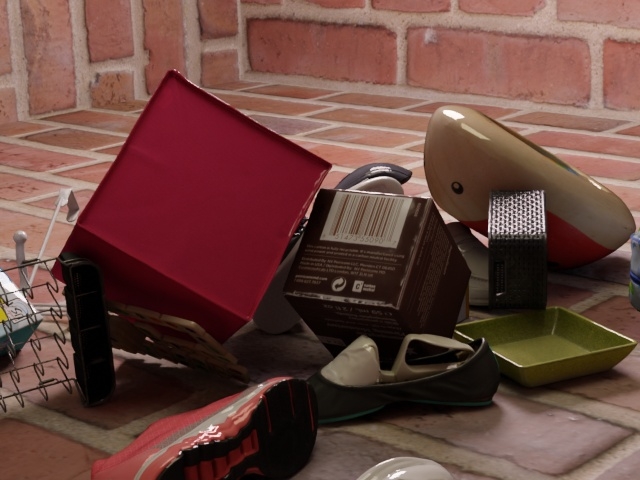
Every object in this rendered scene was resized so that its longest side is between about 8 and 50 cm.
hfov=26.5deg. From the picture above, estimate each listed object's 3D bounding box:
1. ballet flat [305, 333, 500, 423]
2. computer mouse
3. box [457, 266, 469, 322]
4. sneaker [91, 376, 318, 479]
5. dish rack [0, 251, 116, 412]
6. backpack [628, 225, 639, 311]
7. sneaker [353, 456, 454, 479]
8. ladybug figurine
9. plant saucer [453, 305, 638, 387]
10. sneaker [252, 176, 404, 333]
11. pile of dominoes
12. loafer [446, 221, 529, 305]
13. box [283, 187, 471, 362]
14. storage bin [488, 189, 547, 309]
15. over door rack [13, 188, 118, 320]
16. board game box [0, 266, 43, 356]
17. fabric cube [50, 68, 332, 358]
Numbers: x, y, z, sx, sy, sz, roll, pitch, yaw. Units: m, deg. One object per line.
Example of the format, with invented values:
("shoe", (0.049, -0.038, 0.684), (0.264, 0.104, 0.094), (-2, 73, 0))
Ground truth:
("ballet flat", (0.087, 0.164, 1.704), (0.281, 0.096, 0.095), (-6, 16, -12))
("computer mouse", (0.041, -0.083, 2.499), (0.262, 0.060, 0.184), (-24, 7, 9))
("box", (0.175, 0.091, 1.992), (0.028, 0.081, 0.136), (9, 18, 35))
("sneaker", (-0.125, 0.217, 1.502), (0.136, 0.115, 0.314), (8, 18, 36))
("dish rack", (-0.402, 0.131, 1.691), (0.272, 0.208, 0.074), (-14, 27, -23))
("backpack", (0.604, 0.027, 1.929), (0.356, 0.273, 0.290), (-19, 26, -15))
("sneaker", (0.048, 0.302, 1.230), (0.152, 0.114, 0.305), (25, 32, 32))
("ladybug figurine", (0.332, -0.071, 2.212), (0.449, 0.162, 0.305), (24, 13, -36))
("plant saucer", (0.298, 0.147, 1.837), (0.188, 0.045, 0.188), (-9, 17, -24))
("sneaker", (-0.001, 0.000, 2.037), (0.296, 0.104, 0.147), (-46, 19, 8))
("pile of dominoes", (-0.218, 0.142, 1.788), (0.251, 0.040, 0.196), (12, -23, 35))
("loafer", (0.213, 0.027, 2.164), (0.112, 0.111, 0.319), (-12, 18, -34))
("box", (0.080, 0.055, 1.805), (0.169, 0.167, 0.203), (5, -28, 27))
("storage bin", (0.286, 0.012, 1.970), (0.084, 0.122, 0.180), (0, 26, 9))
("over door rack", (-0.353, 0.005, 2.166), (0.240, 0.108, 0.324), (2, 36, 11))
("board game box", (-0.579, 0.083, 1.840), (0.254, 0.079, 0.336), (47, 32, 10))
("fabric cube", (-0.177, -0.026, 1.813), (0.254, 0.259, 0.258), (31, -23, -6))
